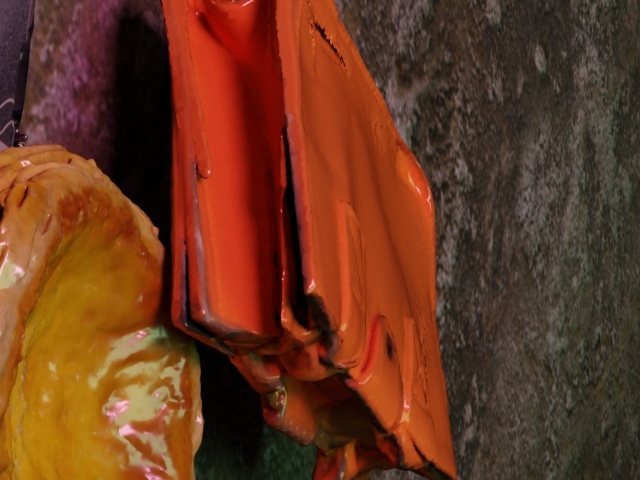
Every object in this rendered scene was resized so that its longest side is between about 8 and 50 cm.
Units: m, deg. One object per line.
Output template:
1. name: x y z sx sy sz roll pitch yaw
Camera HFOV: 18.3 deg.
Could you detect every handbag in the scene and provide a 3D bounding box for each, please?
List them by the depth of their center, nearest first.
1. handbag: 0.000 0.000 1.423 0.410 0.116 0.303 56 25 -62

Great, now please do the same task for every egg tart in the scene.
1. egg tart: -0.176 0.098 1.172 0.319 0.128 0.319 -2 90 -69

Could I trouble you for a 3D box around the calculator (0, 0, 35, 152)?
1. calculator: -0.205 -0.119 1.123 0.166 0.028 0.274 -44 148 -60
